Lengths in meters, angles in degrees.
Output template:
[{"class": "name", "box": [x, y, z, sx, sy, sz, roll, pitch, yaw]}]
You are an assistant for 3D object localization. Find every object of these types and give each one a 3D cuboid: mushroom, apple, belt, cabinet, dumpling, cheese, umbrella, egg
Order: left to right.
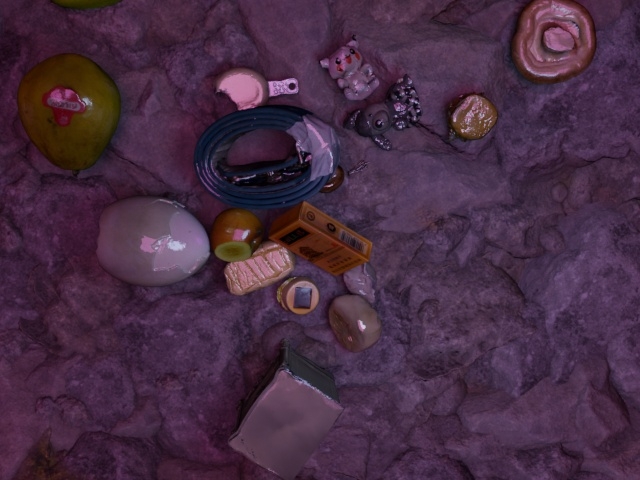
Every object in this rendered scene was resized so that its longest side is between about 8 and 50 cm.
[{"class": "egg", "box": [-0.499, 0.003, 1.785, 0.336, 0.278, 0.278, 4, 96, 0]}, {"class": "apple", "box": [-0.252, -0.018, 1.792, 0.147, 0.146, 0.163, 14, 70, 16]}, {"class": "cheese", "box": [-0.205, -0.489, 1.854, 0.249, 0.071, 0.163, -28, 97, 1]}, {"class": "belt", "box": [-0.160, -0.255, 1.783, 0.437, 0.173, 0.300, -5, 107, 10]}, {"class": "cabinet", "box": [-0.110, 0.511, 1.838, 0.227, 0.318, 0.290, 34, 94, -7]}, {"class": "mushroom", "box": [0.013, -0.209, 1.888, 0.126, 0.085, 0.109, 27, 105, 4]}, {"class": "umbrella", "box": [0.123, -0.236, 1.923, 0.083, 0.020, 0.031, -31, 96, 6]}, {"class": "dumpling", "box": [0.134, 0.124, 1.903, 0.108, 0.127, 0.187, -9, 102, -11]}, {"class": "mushroom", "box": [0.725, -0.626, 1.850, 0.278, 0.146, 0.278, 1, 96, 8]}]

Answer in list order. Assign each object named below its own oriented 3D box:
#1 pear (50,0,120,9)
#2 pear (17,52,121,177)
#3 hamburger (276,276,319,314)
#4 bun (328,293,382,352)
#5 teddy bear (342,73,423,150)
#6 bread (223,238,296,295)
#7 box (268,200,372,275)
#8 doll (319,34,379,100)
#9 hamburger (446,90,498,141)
[{"class": "pear", "box": [-0.671, -0.834, 1.750, 0.282, 0.176, 0.286, 9, 96, -6]}, {"class": "pear", "box": [-0.741, -0.366, 1.751, 0.288, 0.287, 0.375, 4, 112, -3]}, {"class": "hamburger", "box": [-0.072, 0.180, 1.925, 0.141, 0.081, 0.126, -12, 99, -14]}, {"class": "bun", "box": [0.116, 0.258, 1.909, 0.128, 0.178, 0.193, -28, 80, -31]}, {"class": "teddy bear", "box": [0.213, -0.378, 1.854, 0.251, 0.144, 0.171, -38, 110, 4]}, {"class": "bread", "box": [-0.195, 0.082, 1.895, 0.236, 0.106, 0.140, -24, 98, 0]}, {"class": "box", "box": [0.000, 0.000, 1.823, 0.274, 0.174, 0.076, 31, 54, -25]}, {"class": "doll", "box": [0.095, -0.532, 1.854, 0.149, 0.095, 0.192, -31, 95, -6]}, {"class": "hamburger", "box": [0.468, -0.384, 1.874, 0.159, 0.131, 0.185, 40, 99, -14]}]
